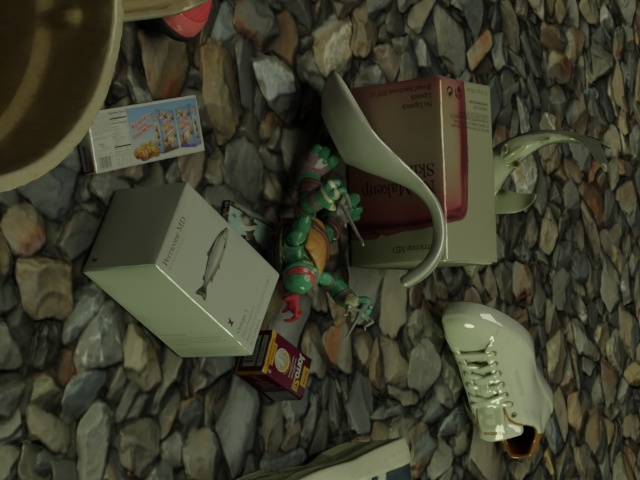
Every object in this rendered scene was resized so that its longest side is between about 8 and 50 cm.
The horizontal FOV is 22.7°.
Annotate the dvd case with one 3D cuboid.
[{"bbox_3d":[-0.089,0.023,1.826,0.087,0.013,0.119,29,61,-49],"label":"dvd case"}]

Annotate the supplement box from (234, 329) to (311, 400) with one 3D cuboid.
[{"bbox_3d":[-0.054,0.144,1.836,0.083,0.043,0.055,41,54,-45],"label":"supplement box"}]

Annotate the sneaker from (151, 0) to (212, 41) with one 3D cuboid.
[{"bbox_3d":[-0.126,-0.371,1.713,0.116,0.136,0.314,19,71,-51],"label":"sneaker"}]

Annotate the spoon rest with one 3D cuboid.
[{"bbox_3d":[0.079,-0.083,1.915,0.137,0.084,0.276,25,40,-82],"label":"spoon rest"}]

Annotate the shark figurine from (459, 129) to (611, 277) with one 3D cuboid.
[{"bbox_3d":[0.262,-0.096,2.232,0.166,0.278,0.116,51,-1,0],"label":"shark figurine"}]

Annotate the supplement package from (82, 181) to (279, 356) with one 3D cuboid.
[{"bbox_3d":[-0.143,0.034,1.671,0.179,0.105,0.105,46,52,-41],"label":"supplement package"}]

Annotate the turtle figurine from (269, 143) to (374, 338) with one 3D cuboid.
[{"bbox_3d":[0.000,0.000,1.849,0.234,0.118,0.175,-84,168,-53],"label":"turtle figurine"}]

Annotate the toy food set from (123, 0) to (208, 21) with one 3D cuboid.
[{"bbox_3d":[-0.211,-0.327,1.539,0.219,0.092,0.306,63,26,1],"label":"toy food set"}]

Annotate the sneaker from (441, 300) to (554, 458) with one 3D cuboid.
[{"bbox_3d":[0.245,0.199,2.191,0.290,0.106,0.123,52,45,-39],"label":"sneaker"}]

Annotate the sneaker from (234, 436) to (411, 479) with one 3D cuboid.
[{"bbox_3d":[0.008,0.324,1.827,0.350,0.131,0.148,-7,87,-55],"label":"sneaker"}]

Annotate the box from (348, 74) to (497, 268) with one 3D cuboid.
[{"bbox_3d":[0.127,-0.082,2.023,0.127,0.149,0.232,3,83,-54],"label":"box"}]

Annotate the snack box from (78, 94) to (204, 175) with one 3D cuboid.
[{"bbox_3d":[-0.189,-0.114,1.694,0.178,0.022,0.064,-17,100,-54],"label":"snack box"}]

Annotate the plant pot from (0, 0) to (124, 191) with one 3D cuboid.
[{"bbox_3d":[-0.372,-0.187,1.206,0.334,0.305,0.334,9,79,-53],"label":"plant pot"}]
